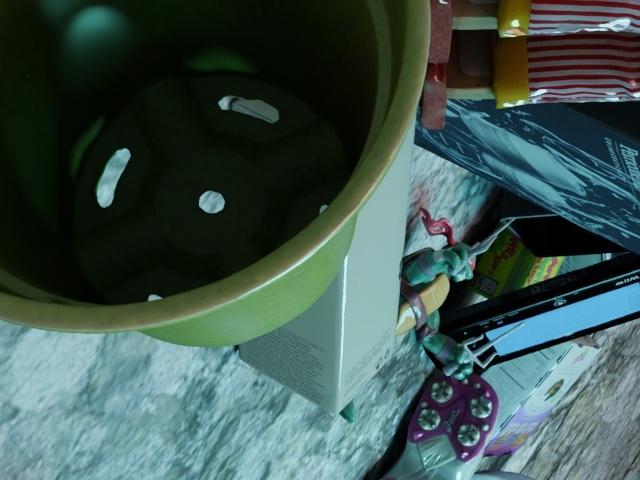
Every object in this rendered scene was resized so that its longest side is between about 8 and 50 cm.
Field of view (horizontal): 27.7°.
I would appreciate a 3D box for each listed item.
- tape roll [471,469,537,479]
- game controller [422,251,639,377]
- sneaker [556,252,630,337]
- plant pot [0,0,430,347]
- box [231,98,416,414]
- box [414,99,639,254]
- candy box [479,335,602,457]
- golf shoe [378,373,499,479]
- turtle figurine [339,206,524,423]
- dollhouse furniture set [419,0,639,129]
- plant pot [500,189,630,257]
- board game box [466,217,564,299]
[{"bbox_3d":[0.214,0.438,1.654,0.286,0.286,0.100,-65,155,5],"label":"tape roll"},{"bbox_3d":[0.272,0.078,1.457,0.319,0.067,0.166,-20,164,9],"label":"game controller"},{"bbox_3d":[0.382,0.010,1.780,0.163,0.086,0.226,-47,149,-33],"label":"sneaker"},{"bbox_3d":[-0.079,-0.057,0.683,0.276,0.276,0.254,-57,166,-12],"label":"plant pot"},{"bbox_3d":[0.000,0.000,1.020,0.094,0.113,0.275,-42,149,-38],"label":"box"},{"bbox_3d":[0.169,-0.147,0.955,0.179,0.312,0.343,-60,154,-4],"label":"box"},{"bbox_3d":[0.269,0.190,1.714,0.196,0.070,0.165,-52,156,10],"label":"candy box"},{"bbox_3d":[0.122,0.307,1.558,0.306,0.115,0.140,-54,159,-11],"label":"golf shoe"},{"bbox_3d":[0.096,0.070,1.265,0.234,0.118,0.175,-38,134,-13],"label":"turtle figurine"},{"bbox_3d":[0.143,-0.252,0.703,0.152,0.201,0.374,82,6,-69],"label":"dollhouse furniture set"},{"bbox_3d":[0.307,-0.087,1.414,0.187,0.188,0.167,31,58,-65],"label":"plant pot"},{"bbox_3d":[0.243,0.034,1.589,0.092,0.043,0.181,-64,155,4],"label":"board game box"}]
